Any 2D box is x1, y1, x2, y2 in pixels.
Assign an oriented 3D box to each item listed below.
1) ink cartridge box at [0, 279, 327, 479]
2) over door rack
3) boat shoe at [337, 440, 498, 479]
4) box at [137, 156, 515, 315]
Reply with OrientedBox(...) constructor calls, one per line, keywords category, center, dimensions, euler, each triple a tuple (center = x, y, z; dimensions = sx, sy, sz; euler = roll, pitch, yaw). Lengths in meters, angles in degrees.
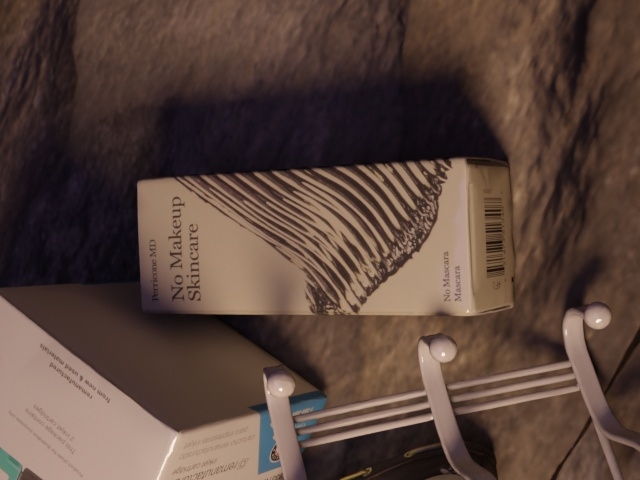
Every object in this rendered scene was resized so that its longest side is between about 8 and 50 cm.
OrientedBox(category="ink cartridge box", center=(-0.167, 0.195, 0.867), dimensions=(0.197, 0.198, 0.270), euler=(32, 107, 27))
OrientedBox(category="over door rack", center=(0.110, 0.210, 0.685), dimensions=(0.239, 0.108, 0.324), euler=(-10, 75, -9))
OrientedBox(category="boat shoe", center=(0.033, 0.214, 0.837), dimensions=(0.227, 0.069, 0.081), euler=(-26, 109, 28))
OrientedBox(category="box", center=(0.000, 0.000, 0.830), dimensions=(0.275, 0.094, 0.113), euler=(-3, 90, 29))
